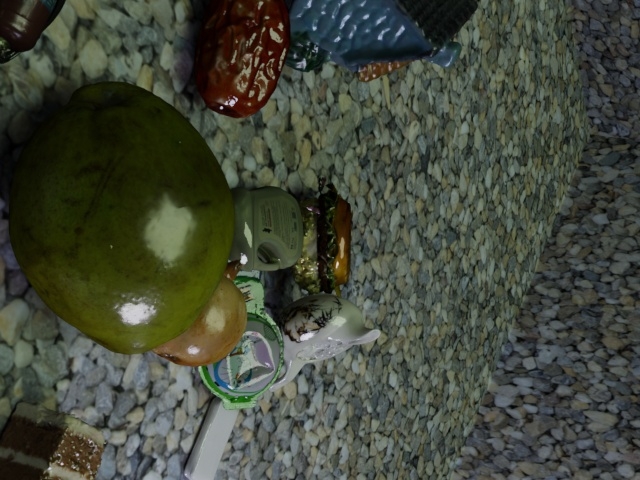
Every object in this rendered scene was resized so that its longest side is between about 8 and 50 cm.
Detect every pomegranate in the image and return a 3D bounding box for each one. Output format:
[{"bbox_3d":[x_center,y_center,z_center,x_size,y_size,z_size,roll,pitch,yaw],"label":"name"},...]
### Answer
[{"bbox_3d":[-0.238,0.135,1.732,0.207,0.207,0.207,-29,125,-52],"label":"pomegranate"}]

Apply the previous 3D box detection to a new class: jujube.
[{"bbox_3d":[-0.143,-0.354,1.721,0.174,0.174,0.251,24,76,-59],"label":"jujube"}]

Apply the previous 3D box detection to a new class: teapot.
[{"bbox_3d":[-0.018,0.220,2.072,0.299,0.166,0.208,-40,159,20],"label":"teapot"}]

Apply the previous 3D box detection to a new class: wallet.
[{"bbox_3d":[-0.232,0.431,1.997,0.095,0.033,0.190,45,62,-53],"label":"wallet"}]

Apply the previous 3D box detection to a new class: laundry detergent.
[{"bbox_3d":[-0.136,-0.026,1.905,0.253,0.091,0.181,4,80,-58],"label":"laundry detergent"}]

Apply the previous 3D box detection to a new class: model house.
[{"bbox_3d":[0.152,-0.462,1.911,0.360,0.339,0.297,-50,161,-53],"label":"model house"}]

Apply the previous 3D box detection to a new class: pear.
[{"bbox_3d":[-0.296,-0.033,1.443,0.352,0.351,0.414,-34,119,-50],"label":"pear"}]

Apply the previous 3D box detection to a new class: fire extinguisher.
[{"bbox_3d":[-0.406,-0.383,1.319,0.141,0.105,0.341,113,-3,-76],"label":"fire extinguisher"}]

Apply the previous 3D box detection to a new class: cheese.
[{"bbox_3d":[-0.165,0.190,1.944,0.203,0.083,0.321,1,90,-30],"label":"cheese"}]

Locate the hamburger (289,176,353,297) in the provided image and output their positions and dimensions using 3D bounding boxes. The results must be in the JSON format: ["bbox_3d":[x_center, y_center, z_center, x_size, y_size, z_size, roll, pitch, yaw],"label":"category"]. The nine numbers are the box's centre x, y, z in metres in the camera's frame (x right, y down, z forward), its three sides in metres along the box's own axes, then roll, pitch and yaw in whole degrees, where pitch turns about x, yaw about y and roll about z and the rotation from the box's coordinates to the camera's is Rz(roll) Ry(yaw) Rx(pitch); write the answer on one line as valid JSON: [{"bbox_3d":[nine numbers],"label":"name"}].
[{"bbox_3d":[0.000,0.000,2.095,0.243,0.138,0.262,85,8,-54],"label":"hamburger"}]

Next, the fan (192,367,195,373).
[{"bbox_3d":[-0.256,0.229,1.877,0.055,0.004,0.083,-9,107,-18],"label":"fan"}]

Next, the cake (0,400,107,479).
[{"bbox_3d":[-0.442,0.354,1.526,0.134,0.135,0.147,54,51,-51],"label":"cake"}]
